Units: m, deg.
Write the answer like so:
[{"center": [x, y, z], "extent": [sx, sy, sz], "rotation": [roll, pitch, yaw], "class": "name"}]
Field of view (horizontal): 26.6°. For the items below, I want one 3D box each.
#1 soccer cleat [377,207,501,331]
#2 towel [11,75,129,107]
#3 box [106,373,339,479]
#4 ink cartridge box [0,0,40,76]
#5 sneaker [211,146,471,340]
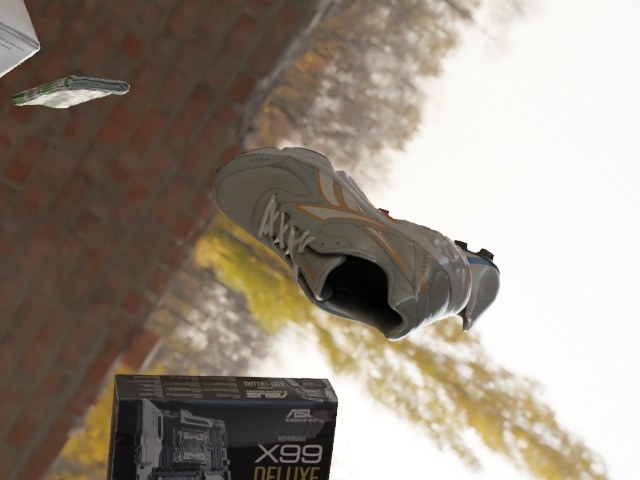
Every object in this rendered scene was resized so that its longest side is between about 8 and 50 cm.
[{"center": [0.118, 0.042, 2.136], "extent": [0.116, 0.331, 0.143], "rotation": [85, 28, -52], "class": "soccer cleat"}, {"center": [-0.373, -0.216, 2.018], "extent": [0.152, 0.113, 0.023], "rotation": [-9, -97, 43], "class": "towel"}, {"center": [-0.141, 0.310, 1.884], "extent": [0.076, 0.307, 0.242], "rotation": [-117, -147, -65], "class": "box"}, {"center": [-0.467, -0.230, 1.476], "extent": [0.273, 0.198, 0.115], "rotation": [-31, 156, 17], "class": "ink cartridge box"}, {"center": [0.000, 0.000, 1.196], "extent": [0.121, 0.262, 0.099], "rotation": [-30, 141, -54], "class": "sneaker"}]
